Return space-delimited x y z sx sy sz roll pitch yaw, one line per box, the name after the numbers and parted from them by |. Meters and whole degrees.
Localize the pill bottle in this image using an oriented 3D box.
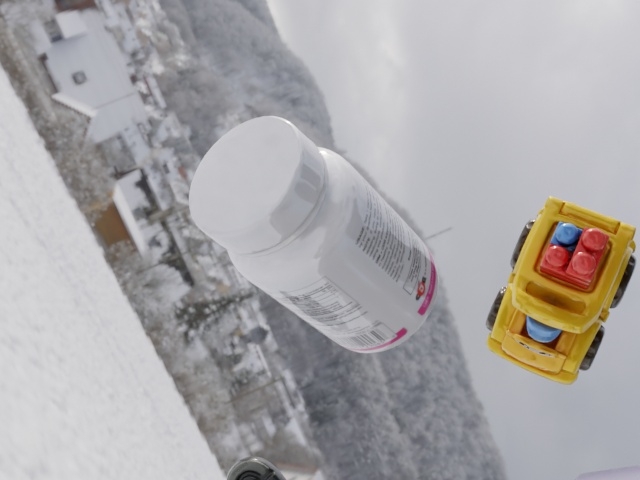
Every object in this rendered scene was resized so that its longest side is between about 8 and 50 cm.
0.000 0.000 0.844 0.283 0.160 0.160 42 15 -47 | pill bottle

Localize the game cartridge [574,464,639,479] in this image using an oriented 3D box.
0.240 0.097 0.251 0.230 0.355 0.068 -11 84 -62 | game cartridge

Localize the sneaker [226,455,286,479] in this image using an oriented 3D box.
-0.028 0.414 1.091 0.267 0.101 0.106 56 -5 12 | sneaker

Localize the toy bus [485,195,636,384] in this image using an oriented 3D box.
0.299 0.058 0.969 0.150 0.220 0.211 23 -4 17 | toy bus
